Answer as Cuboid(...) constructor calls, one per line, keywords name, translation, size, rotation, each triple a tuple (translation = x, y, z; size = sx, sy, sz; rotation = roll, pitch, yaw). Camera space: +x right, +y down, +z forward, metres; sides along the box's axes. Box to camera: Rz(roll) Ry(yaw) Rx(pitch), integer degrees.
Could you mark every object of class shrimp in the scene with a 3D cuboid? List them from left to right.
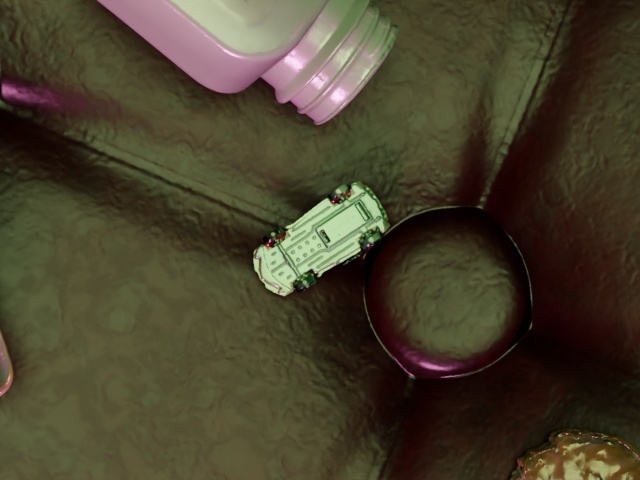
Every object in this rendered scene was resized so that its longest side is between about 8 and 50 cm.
Cuboid(name="shrimp", translation=(0.247, 0.284, 1.324), size=(0.173, 0.058, 0.253), rotation=(-23, 86, 1))

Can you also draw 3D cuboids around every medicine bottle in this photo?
Cuboid(name="medicine bottle", translation=(-0.090, -0.235, 1.255), size=(0.324, 0.124, 0.179), rotation=(37, 57, -13))

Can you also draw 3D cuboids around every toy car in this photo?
Cuboid(name="toy car", translation=(0.000, 0.000, 1.318), size=(0.122, 0.035, 0.059), rotation=(-34, 91, 1))

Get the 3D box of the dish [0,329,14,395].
Cuboid(name="dish", translation=(-0.367, 0.089, 1.251), size=(0.212, 0.077, 0.151), rotation=(-22, 91, -7))
